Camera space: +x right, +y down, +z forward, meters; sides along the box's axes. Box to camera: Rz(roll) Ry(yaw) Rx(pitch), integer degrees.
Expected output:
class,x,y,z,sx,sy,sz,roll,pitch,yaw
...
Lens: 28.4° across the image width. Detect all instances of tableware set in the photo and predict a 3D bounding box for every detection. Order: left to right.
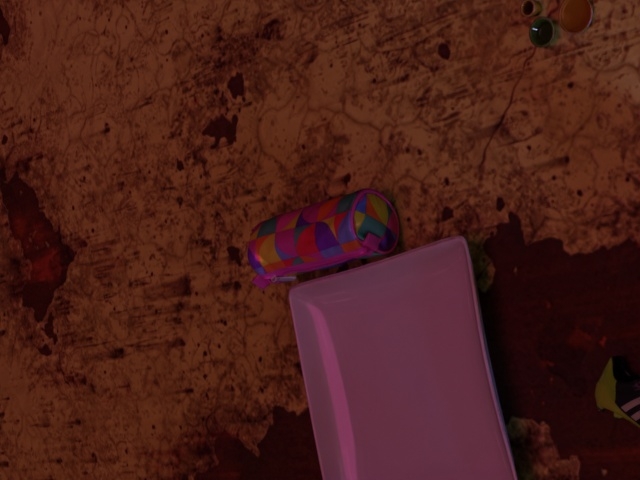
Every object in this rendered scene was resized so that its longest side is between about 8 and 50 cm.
class,x,y,z,sx,sy,sz,roll,pitch,yaw
tableware set,0.296,-0.297,1.488,0.154,0.024,0.104,-29,73,43

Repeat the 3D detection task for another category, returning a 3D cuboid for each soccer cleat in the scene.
class,x,y,z,sx,sy,sz,roll,pitch,yaw
soccer cleat,0.382,0.185,1.409,0.179,0.060,0.072,27,110,45

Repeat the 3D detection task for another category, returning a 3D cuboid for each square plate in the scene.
class,x,y,z,sx,sy,sz,roll,pitch,yaw
square plate,0.111,0.196,1.696,0.344,0.049,0.347,-19,80,44

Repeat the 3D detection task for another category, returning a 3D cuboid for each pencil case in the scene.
class,x,y,z,sx,sy,sz,roll,pitch,yaw
pencil case,0.000,0.000,1.762,0.236,0.104,0.104,-20,79,45
